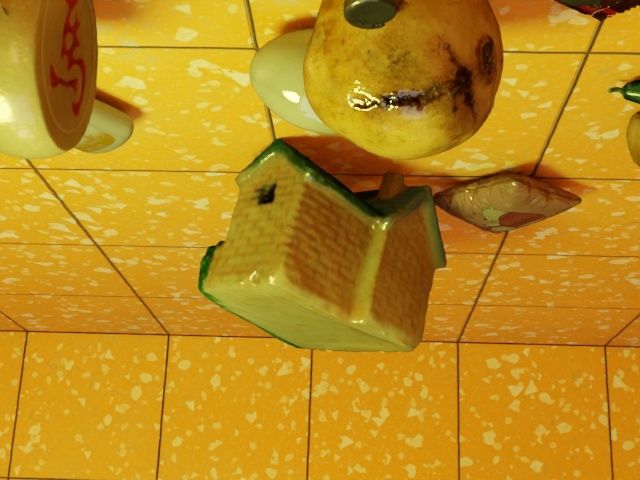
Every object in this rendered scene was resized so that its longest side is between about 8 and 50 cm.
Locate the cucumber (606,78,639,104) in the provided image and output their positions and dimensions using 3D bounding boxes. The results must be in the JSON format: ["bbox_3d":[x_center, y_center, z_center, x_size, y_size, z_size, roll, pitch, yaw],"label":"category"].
[{"bbox_3d":[0.570,-0.236,1.511,0.250,0.056,0.056,-5,161,18],"label":"cucumber"}]

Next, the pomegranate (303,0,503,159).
[{"bbox_3d":[0.110,-0.233,1.257,0.260,0.261,0.260,2,162,1],"label":"pomegranate"}]

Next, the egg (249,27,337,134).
[{"bbox_3d":[0.000,-0.232,1.428,0.209,0.151,0.151,8,161,-14],"label":"egg"}]

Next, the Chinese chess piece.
[{"bbox_3d":[-0.368,-0.238,1.259,0.102,0.273,0.273,3,162,6],"label":"Chinese chess piece"}]

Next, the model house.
[{"bbox_3d":[0.000,0.000,1.901,0.334,0.343,0.382,-4,154,44],"label":"model house"}]

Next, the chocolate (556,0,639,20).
[{"bbox_3d":[0.335,-0.332,1.289,0.182,0.028,0.086,12,167,-25],"label":"chocolate"}]

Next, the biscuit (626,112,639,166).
[{"bbox_3d":[0.667,-0.161,1.670,0.274,0.091,0.213,-7,158,20],"label":"biscuit"}]

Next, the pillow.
[{"bbox_3d":[0.371,-0.074,1.973,0.223,0.084,0.236,14,161,-38],"label":"pillow"}]

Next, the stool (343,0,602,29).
[{"bbox_3d":[0.127,-0.369,0.888,0.310,0.226,0.310,-4,161,13],"label":"stool"}]

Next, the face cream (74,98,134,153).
[{"bbox_3d":[-0.455,-0.223,1.632,0.143,0.071,0.291,-11,157,35],"label":"face cream"}]
